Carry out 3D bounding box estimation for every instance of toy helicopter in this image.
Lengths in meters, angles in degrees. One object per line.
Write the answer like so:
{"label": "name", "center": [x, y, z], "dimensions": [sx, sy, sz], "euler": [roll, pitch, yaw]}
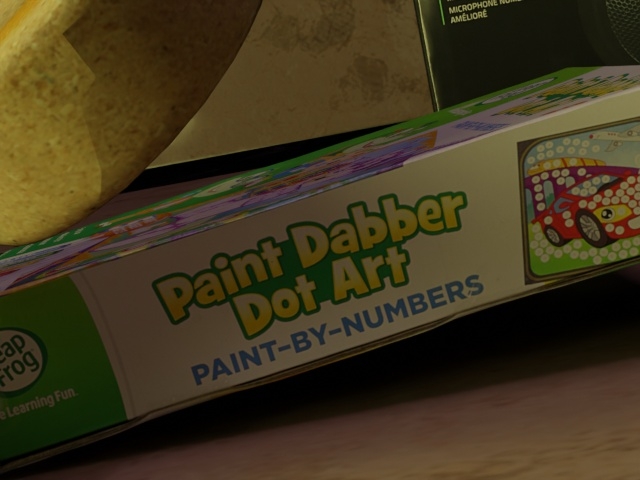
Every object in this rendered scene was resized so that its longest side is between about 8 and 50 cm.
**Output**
{"label": "toy helicopter", "center": [-0.142, -0.001, 0.458], "dimensions": [0.355, 0.140, 0.235], "euler": [-17, 37, 49]}

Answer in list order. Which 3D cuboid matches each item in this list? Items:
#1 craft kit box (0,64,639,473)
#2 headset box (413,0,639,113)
{"label": "craft kit box", "center": [0.000, 0.000, 0.675], "dimensions": [0.247, 0.061, 0.250], "euler": [-15, 5, -2]}
{"label": "headset box", "center": [0.162, -0.153, 0.909], "dimensions": [0.246, 0.283, 0.131], "euler": [-9, 5, 7]}
